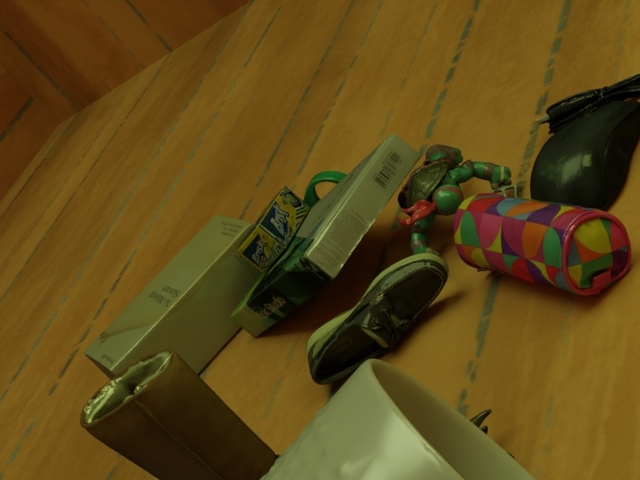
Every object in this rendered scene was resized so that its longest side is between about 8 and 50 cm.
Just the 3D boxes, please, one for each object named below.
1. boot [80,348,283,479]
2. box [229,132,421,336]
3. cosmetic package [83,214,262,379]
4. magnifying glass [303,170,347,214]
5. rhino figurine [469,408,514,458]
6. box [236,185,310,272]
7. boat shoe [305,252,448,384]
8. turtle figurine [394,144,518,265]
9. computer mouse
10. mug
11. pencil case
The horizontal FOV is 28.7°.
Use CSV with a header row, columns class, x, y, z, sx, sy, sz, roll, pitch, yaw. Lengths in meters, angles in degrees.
class,x,y,z,sx,sy,sz,roll,pitch,yaw
boot,-0.079,0.210,1.327,0.236,0.269,0.089,-38,24,11
box,0.000,0.000,1.752,0.232,0.058,0.322,-54,5,-28
cosmetic package,-0.205,0.110,1.938,0.309,0.113,0.160,-47,23,-16
magnifying glass,-0.012,-0.044,1.962,0.231,0.092,0.026,-31,26,51
rhino figurine,0.111,0.257,1.194,0.106,0.073,0.243,-16,31,54
box,-0.069,-0.018,1.861,0.059,0.054,0.169,-48,6,25
boat shoe,0.072,0.105,1.544,0.223,0.080,0.073,-39,27,21
turtle figurine,0.166,-0.056,1.643,0.175,0.118,0.234,-40,16,5
computer mouse,0.322,-0.121,1.550,0.188,0.072,0.272,-20,30,40
mug,0.035,0.311,0.923,0.328,0.276,0.374,-49,8,5
pencil case,0.245,0.002,1.418,0.104,0.104,0.236,-47,22,-12
